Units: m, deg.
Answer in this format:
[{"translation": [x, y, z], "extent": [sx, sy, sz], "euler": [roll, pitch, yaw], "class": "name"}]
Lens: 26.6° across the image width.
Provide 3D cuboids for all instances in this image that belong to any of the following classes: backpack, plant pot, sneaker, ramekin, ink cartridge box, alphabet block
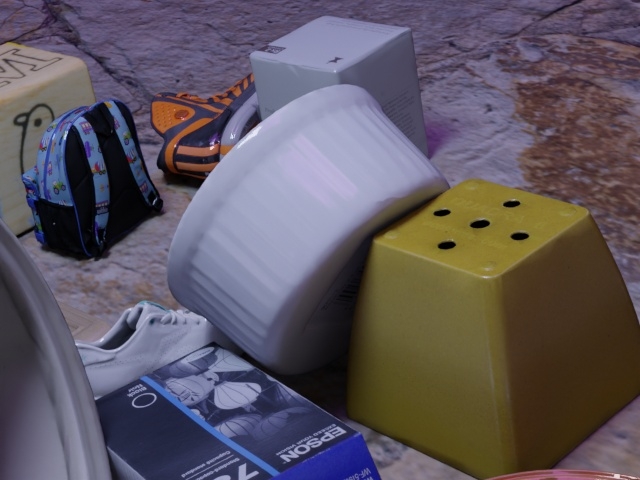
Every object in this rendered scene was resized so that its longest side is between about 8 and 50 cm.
[{"translation": [-0.291, -0.087, 1.673], "extent": [0.117, 0.173, 0.158], "euler": [9, 33, 31], "class": "backpack"}, {"translation": [0.152, 0.066, 1.225], "extent": [0.212, 0.187, 0.212], "euler": [-31, 34, -34], "class": "plant pot"}, {"translation": [-0.129, -0.190, 1.870], "extent": [0.180, 0.125, 0.321], "euler": [5, 31, 24], "class": "sneaker"}, {"translation": [0.000, 0.000, 1.301], "extent": [0.277, 0.277, 0.135], "euler": [-30, 63, -34], "class": "ramekin"}, {"translation": [-0.076, 0.191, 1.166], "extent": [0.165, 0.065, 0.332], "euler": [-25, 27, -26], "class": "ink cartridge box"}, {"translation": [-0.420, -0.133, 1.790], "extent": [0.193, 0.192, 0.197], "euler": [19, 40, 40], "class": "alphabet block"}, {"translation": [-0.155, 0.095, 1.370], "extent": [0.212, 0.094, 0.080], "euler": [-26, 30, -29], "class": "sneaker"}]

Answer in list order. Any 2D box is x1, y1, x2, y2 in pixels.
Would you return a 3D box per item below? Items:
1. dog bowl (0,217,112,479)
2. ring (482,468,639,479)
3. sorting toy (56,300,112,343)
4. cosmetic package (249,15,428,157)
[{"translation": [-0.306, 0.157, 1.003], "extent": [0.150, 0.408, 0.408], "euler": [-19, 26, 12], "class": "dog bowl"}, {"translation": [0.174, 0.281, 0.979], "extent": [0.336, 0.032, 0.336], "euler": [-8, 27, 4], "class": "ring"}, {"translation": [-0.386, 0.154, 1.402], "extent": [0.307, 0.041, 0.229], "euler": [-35, 33, -28], "class": "sorting toy"}, {"translation": [0.026, -0.169, 1.715], "extent": [0.151, 0.184, 0.151], "euler": [17, 37, 40], "class": "cosmetic package"}]
